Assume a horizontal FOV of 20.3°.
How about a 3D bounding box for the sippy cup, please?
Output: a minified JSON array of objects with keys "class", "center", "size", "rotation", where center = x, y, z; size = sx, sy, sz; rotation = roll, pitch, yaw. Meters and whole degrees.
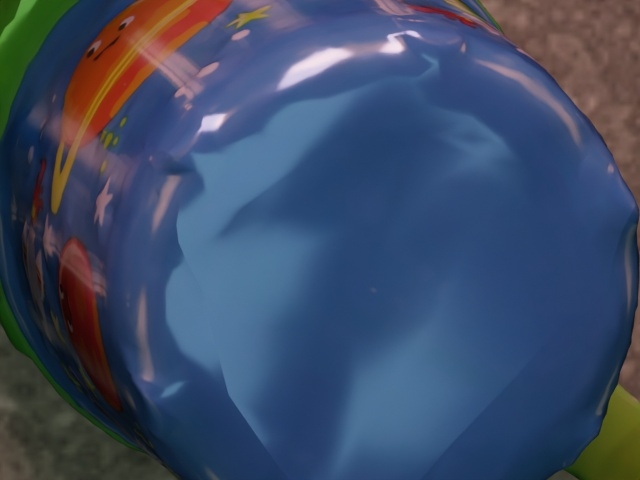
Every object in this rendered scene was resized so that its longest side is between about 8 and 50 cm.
[{"class":"sippy cup","center":[0.000,0.000,0.636],"size":[0.306,0.224,0.240],"rotation":[-1,101,-13]}]
